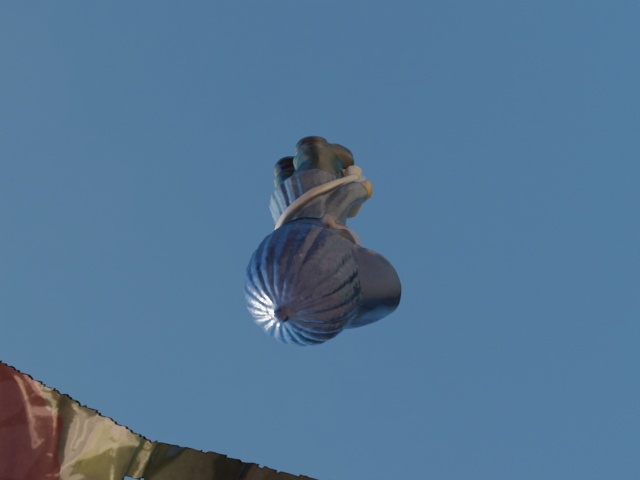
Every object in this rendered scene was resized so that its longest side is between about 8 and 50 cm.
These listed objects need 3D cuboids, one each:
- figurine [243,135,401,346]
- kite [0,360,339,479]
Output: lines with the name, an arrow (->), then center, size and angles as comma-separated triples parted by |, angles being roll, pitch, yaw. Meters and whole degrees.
figurine -> -0.007, -0.004, 1.008 | 0.079, 0.077, 0.136 | 22, -140, -36
kite -> -0.091, 0.111, 0.494 | 0.204, 0.360, 0.022 | -67, -27, -26
